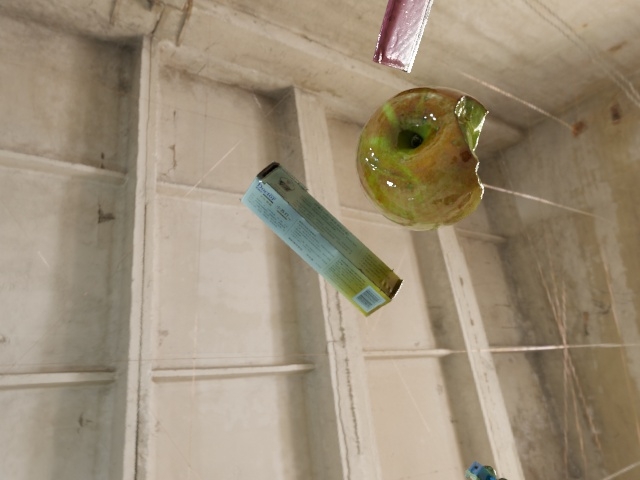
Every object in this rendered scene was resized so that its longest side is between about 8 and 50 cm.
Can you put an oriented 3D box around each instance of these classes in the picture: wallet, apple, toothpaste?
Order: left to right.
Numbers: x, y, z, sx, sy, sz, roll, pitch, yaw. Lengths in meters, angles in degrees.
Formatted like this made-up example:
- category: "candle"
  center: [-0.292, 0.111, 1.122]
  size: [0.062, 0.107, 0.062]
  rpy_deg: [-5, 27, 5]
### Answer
- category: "toothpaste"
  center: [0.000, 0.000, 0.776]
  size: [0.313, 0.089, 0.071]
  rpy_deg: [43, -133, -2]
- category: "wallet"
  center: [0.165, -0.435, 0.804]
  size: [0.119, 0.025, 0.232]
  rpy_deg: [-11, -55, -47]
- category: "apple"
  center: [0.188, -0.136, 0.774]
  size: [0.226, 0.246, 0.246]
  rpy_deg: [34, -126, -57]

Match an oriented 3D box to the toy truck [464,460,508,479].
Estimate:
- category: "toy truck"
  center: [0.257, 0.389, 0.592]
  size: [0.081, 0.067, 0.175]
  rpy_deg: [-40, -96, -11]
